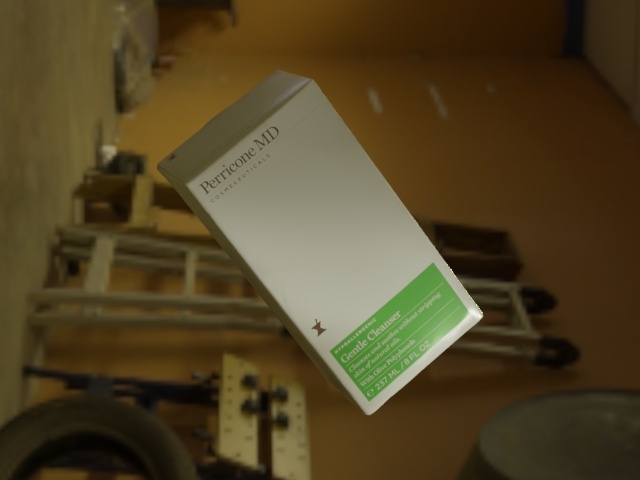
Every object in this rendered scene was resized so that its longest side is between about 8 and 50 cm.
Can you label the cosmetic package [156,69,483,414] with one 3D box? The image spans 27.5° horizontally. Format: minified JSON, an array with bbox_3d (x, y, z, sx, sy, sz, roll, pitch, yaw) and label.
[{"bbox_3d":[0.000,0.000,1.548,0.365,0.197,0.155,52,-7,-22],"label":"cosmetic package"}]
